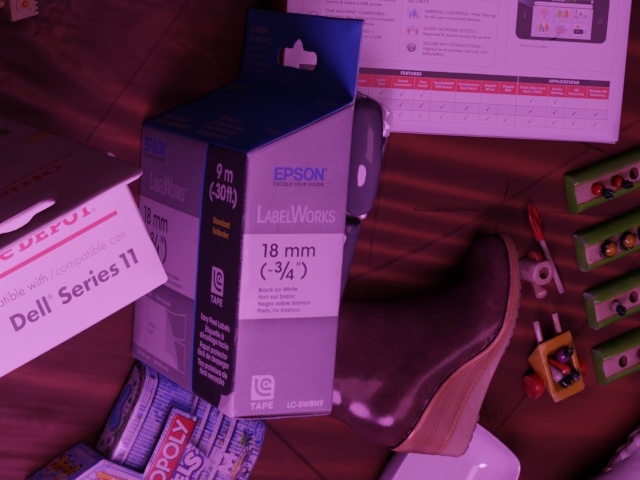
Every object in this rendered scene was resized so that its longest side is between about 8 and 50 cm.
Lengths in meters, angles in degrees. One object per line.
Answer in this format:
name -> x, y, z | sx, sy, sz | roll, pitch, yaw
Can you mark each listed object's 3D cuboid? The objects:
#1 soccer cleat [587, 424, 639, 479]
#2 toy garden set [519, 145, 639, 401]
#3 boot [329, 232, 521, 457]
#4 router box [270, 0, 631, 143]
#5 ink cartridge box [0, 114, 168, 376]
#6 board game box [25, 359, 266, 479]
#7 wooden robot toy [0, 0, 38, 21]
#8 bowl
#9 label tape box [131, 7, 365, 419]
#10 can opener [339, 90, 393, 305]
soccer cleat -> 0.380, 0.235, 1.872 | 0.331, 0.116, 0.143 | -14, 91, -28
toy garden set -> 0.298, 0.046, 1.810 | 0.204, 0.049, 0.244 | -21, 109, -24
boot -> 0.080, 0.079, 1.673 | 0.207, 0.090, 0.248 | 21, 75, -15
router box -> 0.126, -0.250, 1.583 | 0.335, 0.082, 0.301 | 3, 99, -12
ink cartridge box -> -0.263, 0.012, 1.316 | 0.207, 0.353, 0.119 | -30, 113, -20
board game box -> -0.165, 0.221, 1.583 | 0.194, 0.060, 0.194 | 27, 86, -31
wooden robot toy -> -0.248, -0.279, 1.435 | 0.079, 0.076, 0.173 | -21, 110, -35
bowl -> 0.124, 0.252, 1.753 | 0.142, 0.053, 0.142 | 39, 80, -29
label tape box -> -0.072, -0.035, 1.480 | 0.106, 0.241, 0.333 | 0, 99, -27
can opener -> 0.000, 0.000, 1.539 | 0.076, 0.095, 0.283 | 14, 107, -3
